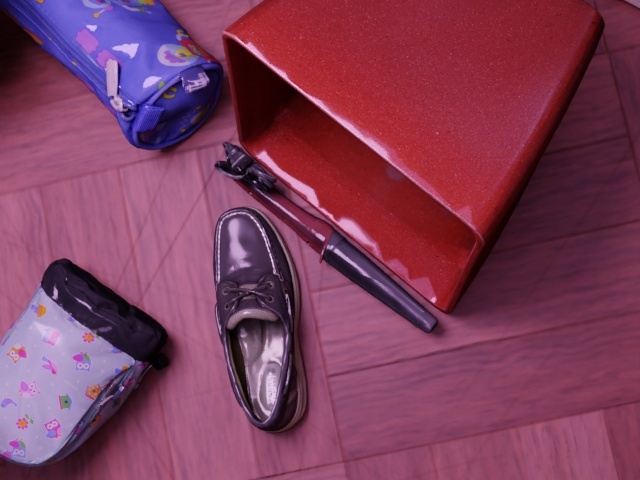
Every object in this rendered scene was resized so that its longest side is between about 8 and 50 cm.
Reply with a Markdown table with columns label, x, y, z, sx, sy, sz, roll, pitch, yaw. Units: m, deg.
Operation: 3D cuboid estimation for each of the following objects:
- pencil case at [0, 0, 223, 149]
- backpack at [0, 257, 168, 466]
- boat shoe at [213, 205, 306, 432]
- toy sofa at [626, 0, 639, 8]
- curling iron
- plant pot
| label | x | y | z | sx | sy | sz | roll | pitch | yaw |
| --- | --- | --- | --- | --- | --- | --- | --- | --- | --- |
| pencil case | -0.229 | -0.219 | 1.168 | 0.306 | 0.133 | 0.119 | 45 | 123 | 11 |
| backpack | -0.251 | 0.125 | 1.135 | 0.152 | 0.115 | 0.182 | 36 | 91 | 8 |
| boat shoe | -0.059 | 0.072 | 1.137 | 0.080 | 0.073 | 0.224 | -10 | 82 | 6 |
| toy sofa | 0.261 | -0.361 | 1.129 | 0.362 | 0.177 | 0.150 | 28 | 63 | 10 |
| curling iron | 0.000 | 0.000 | 1.146 | 0.274 | 0.068 | 0.035 | 41 | 93 | 7 |
| plant pot | 0.097 | -0.131 | 1.062 | 0.267 | 0.267 | 0.236 | 40 | 78 | 10 |
